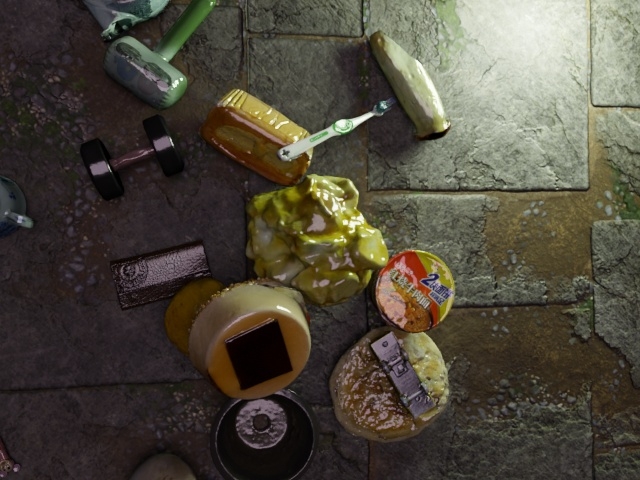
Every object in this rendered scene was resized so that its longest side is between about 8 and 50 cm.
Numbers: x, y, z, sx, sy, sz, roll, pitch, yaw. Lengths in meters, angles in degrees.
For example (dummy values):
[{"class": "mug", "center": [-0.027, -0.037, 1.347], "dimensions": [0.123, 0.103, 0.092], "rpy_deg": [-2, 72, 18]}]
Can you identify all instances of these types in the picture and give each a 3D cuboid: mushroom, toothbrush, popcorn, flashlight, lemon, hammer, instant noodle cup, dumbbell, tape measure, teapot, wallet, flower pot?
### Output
[{"class": "mushroom", "center": [0.247, -0.424, 1.786], "dimensions": [0.107, 0.087, 0.333], "rpy_deg": [-28, 92, -8]}, {"class": "toothbrush", "center": [0.046, -0.286, 1.691], "dimensions": [0.418, 0.040, 0.042], "rpy_deg": [-31, 83, -32]}, {"class": "mushroom", "center": [-0.361, 0.653, 1.620], "dimensions": [0.244, 0.243, 0.243], "rpy_deg": [0, 90, -10]}, {"class": "popcorn", "center": [-0.010, 0.005, 1.659], "dimensions": [0.292, 0.294, 0.334], "rpy_deg": [-15, 82, -53]}, {"class": "flashlight", "center": [-0.787, 0.529, 1.623], "dimensions": [0.052, 0.031, 0.110], "rpy_deg": [-23, 93, -9]}, {"class": "lemon", "center": [-0.301, 0.192, 1.642], "dimensions": [0.170, 0.170, 0.207], "rpy_deg": [37, 102, -8]}, {"class": "hammer", "center": [-0.380, -0.504, 1.671], "dimensions": [0.206, 0.119, 0.335], "rpy_deg": [37, 77, -8]}, {"class": "instant noodle cup", "center": [0.222, 0.131, 1.730], "dimensions": [0.213, 0.174, 0.213], "rpy_deg": [0, 89, -11]}, {"class": "dumbbell", "center": [-0.463, -0.204, 1.625], "dimensions": [0.218, 0.152, 0.152], "rpy_deg": [-24, 94, -9]}, {"class": "tape measure", "center": [-0.497, -0.665, 1.628], "dimensions": [0.275, 0.147, 0.256], "rpy_deg": [-37, 94, -4]}, {"class": "teapot", "center": [-0.797, -0.082, 1.569], "dimensions": [0.232, 0.159, 0.159], "rpy_deg": [24, 86, -9]}, {"class": "wallet", "center": [-0.406, 0.088, 1.690], "dimensions": [0.243, 0.039, 0.132], "rpy_deg": [-13, 95, -8]}, {"class": "flower pot", "center": [-0.146, 0.481, 1.670], "dimensions": [0.269, 0.166, 0.269], "rpy_deg": [0, 92, -9]}]

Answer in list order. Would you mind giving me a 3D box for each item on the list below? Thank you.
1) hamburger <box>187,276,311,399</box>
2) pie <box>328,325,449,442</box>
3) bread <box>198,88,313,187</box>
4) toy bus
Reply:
[{"class": "hamburger", "center": [-0.162, 0.229, 1.535], "dimensions": [0.302, 0.170, 0.302], "rpy_deg": [-10, 120, -18]}, {"class": "pie", "center": [0.185, 0.387, 1.770], "dimensions": [0.339, 0.077, 0.339], "rpy_deg": [0, 90, -11]}, {"class": "bread", "center": [-0.156, -0.259, 1.684], "dimensions": [0.288, 0.152, 0.119], "rpy_deg": [30, 47, -10]}, {"class": "toy bus", "center": [0.207, 0.347, 1.699], "dimensions": [0.081, 0.074, 0.226], "rpy_deg": [-33, 94, -10]}]
